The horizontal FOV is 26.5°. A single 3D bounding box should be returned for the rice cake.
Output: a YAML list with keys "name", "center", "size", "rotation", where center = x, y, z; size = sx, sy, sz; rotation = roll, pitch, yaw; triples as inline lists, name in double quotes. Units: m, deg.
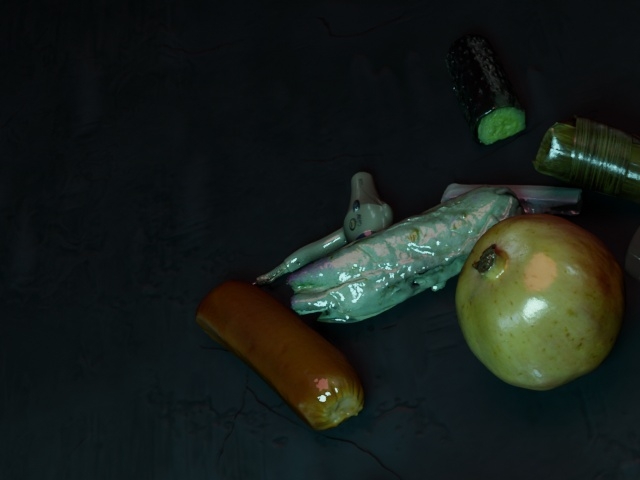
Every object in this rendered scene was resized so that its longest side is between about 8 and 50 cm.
- name: "rice cake"
  center: [0.237, -0.049, 1.699]
  size: [0.180, 0.030, 0.042]
  rotation: [2, 43, 26]

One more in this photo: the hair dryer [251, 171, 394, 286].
- name: "hair dryer"
  center: [0.010, -0.014, 1.769]
  size: [0.199, 0.067, 0.167]
  rotation: [-20, 31, 26]

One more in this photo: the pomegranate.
- name: "pomegranate"
  center: [0.234, 0.063, 1.472]
  size: [0.191, 0.191, 0.191]
  rotation: [-13, 43, 12]

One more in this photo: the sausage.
- name: "sausage"
  center: [-0.053, 0.125, 1.615]
  size: [0.089, 0.083, 0.300]
  rotation: [-47, 45, -7]

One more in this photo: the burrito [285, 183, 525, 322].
- name: "burrito"
  center: [0.107, 0.021, 1.642]
  size: [0.309, 0.066, 0.096]
  rotation: [-23, 81, -3]

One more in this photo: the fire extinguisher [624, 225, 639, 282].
- name: "fire extinguisher"
  center: [0.463, 0.095, 1.378]
  size: [0.105, 0.141, 0.341]
  rotation: [-4, 34, -48]

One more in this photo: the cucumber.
- name: "cucumber"
  center: [0.218, -0.220, 1.858]
  size: [0.078, 0.062, 0.211]
  rotation: [-19, 42, 6]

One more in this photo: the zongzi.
- name: "zongzi"
  center: [0.363, -0.099, 1.681]
  size: [0.187, 0.084, 0.184]
  rotation: [21, 12, 8]
